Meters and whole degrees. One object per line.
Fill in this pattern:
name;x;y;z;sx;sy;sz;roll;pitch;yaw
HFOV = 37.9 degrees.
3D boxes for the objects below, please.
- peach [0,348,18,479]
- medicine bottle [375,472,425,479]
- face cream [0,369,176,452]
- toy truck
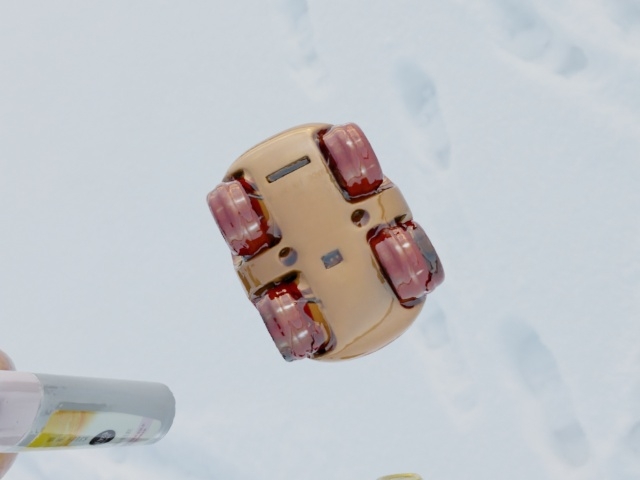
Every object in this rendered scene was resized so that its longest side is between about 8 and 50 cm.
peach;-0.536;0.250;1.258;0.238;0.281;0.281;52;122;17
medicine bottle;0.093;0.402;1.062;0.064;0.095;0.260;-4;86;39
face cream;-0.287;0.195;1.055;0.107;0.269;0.073;-49;57;17
toy truck;0.000;0.000;1.002;0.189;0.239;0.265;-27;83;-2
